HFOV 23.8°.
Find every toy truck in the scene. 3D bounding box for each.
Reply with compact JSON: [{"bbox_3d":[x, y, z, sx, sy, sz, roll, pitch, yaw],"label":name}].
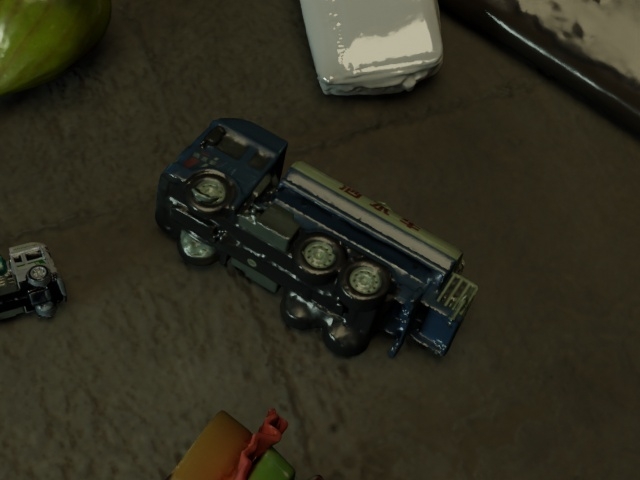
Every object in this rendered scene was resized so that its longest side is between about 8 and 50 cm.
[{"bbox_3d":[-0.199,0.028,0.920,0.083,0.039,0.044,-15,51,-11],"label":"toy truck"},{"bbox_3d":[0.000,0.000,0.933,0.202,0.074,0.088,30,59,10],"label":"toy truck"}]

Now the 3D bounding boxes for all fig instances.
[{"bbox_3d":[-0.203,-0.123,0.971,0.093,0.093,0.166,33,65,12],"label":"fig"}]

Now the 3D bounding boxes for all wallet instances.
[{"bbox_3d":[0.200,-0.179,1.042,0.309,0.042,0.165,35,88,14],"label":"wallet"},{"bbox_3d":[0.029,-0.188,1.035,0.095,0.033,0.190,-12,75,1],"label":"wallet"}]

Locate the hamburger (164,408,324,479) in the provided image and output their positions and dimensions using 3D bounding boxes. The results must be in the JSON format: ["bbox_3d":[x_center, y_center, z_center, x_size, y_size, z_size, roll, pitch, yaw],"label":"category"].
[{"bbox_3d":[-0.038,0.184,0.785,0.137,0.175,0.175,33,64,5],"label":"hamburger"}]
